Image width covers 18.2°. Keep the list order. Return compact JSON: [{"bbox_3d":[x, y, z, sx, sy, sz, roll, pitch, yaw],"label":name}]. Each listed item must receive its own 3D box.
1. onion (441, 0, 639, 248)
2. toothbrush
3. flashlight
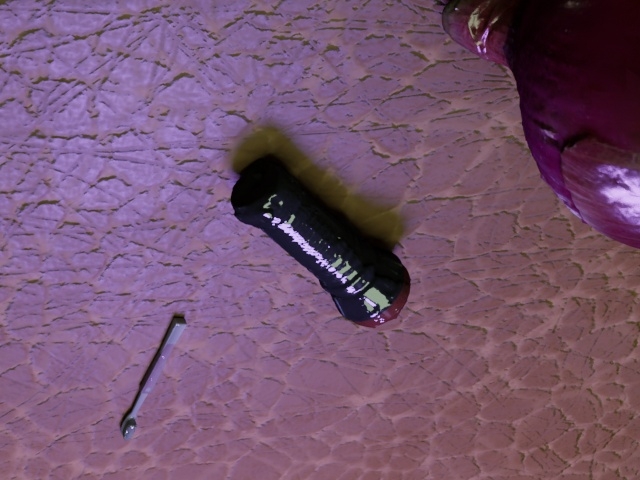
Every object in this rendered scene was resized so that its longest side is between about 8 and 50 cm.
[{"bbox_3d":[0.282,-0.176,1.837,0.385,0.348,0.348,17,148,31],"label":"onion"},{"bbox_3d":[-0.188,0.156,2.227,0.014,0.017,0.194,5,131,-28],"label":"toothbrush"},{"bbox_3d":[0.000,0.000,2.077,0.093,0.093,0.232,-33,128,18],"label":"flashlight"}]
